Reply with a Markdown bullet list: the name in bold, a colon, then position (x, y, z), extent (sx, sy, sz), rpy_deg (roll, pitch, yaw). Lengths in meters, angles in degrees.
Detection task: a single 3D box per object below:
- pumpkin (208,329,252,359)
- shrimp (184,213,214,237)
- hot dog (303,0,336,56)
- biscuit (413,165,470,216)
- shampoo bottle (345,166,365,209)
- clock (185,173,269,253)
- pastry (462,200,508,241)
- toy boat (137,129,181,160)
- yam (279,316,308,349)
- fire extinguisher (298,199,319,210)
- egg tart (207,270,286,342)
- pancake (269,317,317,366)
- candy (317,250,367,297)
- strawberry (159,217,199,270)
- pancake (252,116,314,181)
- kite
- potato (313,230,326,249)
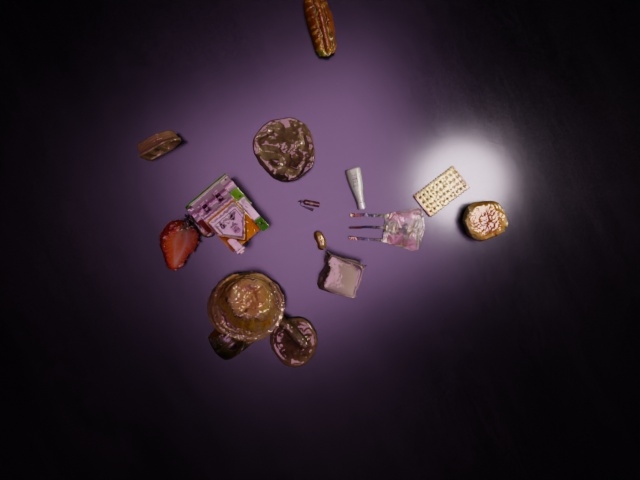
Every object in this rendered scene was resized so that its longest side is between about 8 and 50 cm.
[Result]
- **pumpkin**: position (-0.383, 0.431, 1.990), extent (0.280, 0.190, 0.139), rpy_deg (-34, 97, -41)
- **shrimp**: position (-0.552, -0.083, 1.962), extent (0.161, 0.034, 0.091), rpy_deg (37, 82, -11)
- **hot dog**: position (0.002, -0.945, 1.863), extent (0.115, 0.072, 0.269), rpy_deg (-20, 95, -7)
- **biscuit**: position (0.563, -0.225, 1.970), extent (0.231, 0.016, 0.139), rpy_deg (-39, 95, 3)
- **shampoo bottle**: position (0.168, -0.237, 1.950), extent (0.069, 0.041, 0.191), rpy_deg (-14, 96, -5)
- **clock**: position (-0.402, -0.098, 1.888), extent (0.235, 0.166, 0.309), rpy_deg (-40, 89, -4)
- **pastry**: position (0.750, -0.095, 1.948), extent (0.192, 0.093, 0.182), rpy_deg (-20, 95, -3)
- **toy boat**: position (-0.712, -0.428, 1.880), extent (0.188, 0.116, 0.061), rpy_deg (-27, 89, 3)
- **yam**: position (-0.153, 0.400, 1.971), extent (0.253, 0.061, 0.061), rpy_deg (44, 94, 11)
- **fire extinguisher**: position (-0.056, -0.164, 1.965), extent (0.100, 0.032, 0.046), rpy_deg (10, 130, -2)
- **egg tart**: position (-0.324, 0.274, 1.880), extent (0.351, 0.150, 0.352), rpy_deg (6, 59, -11)
- **pancake**: position (-0.131, 0.482, 2.012), extent (0.241, 0.050, 0.242), rpy_deg (0, 90, 3)
- **candy**: position (0.093, 0.155, 1.941), extent (0.195, 0.137, 0.185), rpy_deg (16, 96, -4)
- **strawberry**: position (-0.661, 0.002, 1.937), extent (0.236, 0.107, 0.175), rpy_deg (-48, 131, 5)
- **pancake**: position (-0.157, -0.412, 1.924), extent (0.294, 0.049, 0.295), rpy_deg (0, 94, 2)
- **kite**: position (0.313, -0.062, 1.981), extent (0.360, 0.022, 0.204), rpy_deg (4, 96, -5)
- **potato**: position (0.000, 0.000, 1.970), extent (0.045, 0.046, 0.092), rpy_deg (-24, 86, 44)
